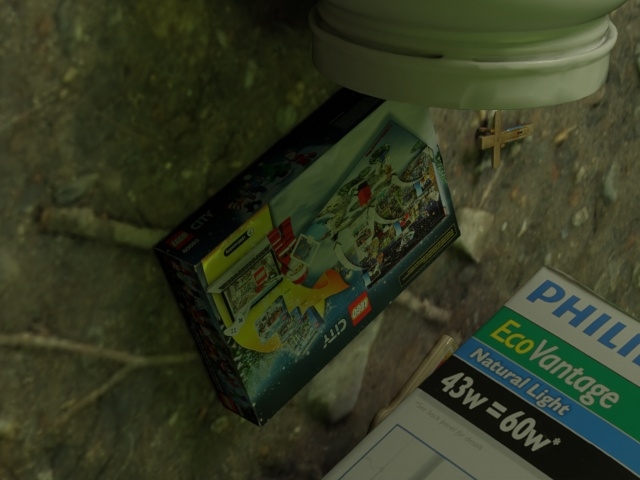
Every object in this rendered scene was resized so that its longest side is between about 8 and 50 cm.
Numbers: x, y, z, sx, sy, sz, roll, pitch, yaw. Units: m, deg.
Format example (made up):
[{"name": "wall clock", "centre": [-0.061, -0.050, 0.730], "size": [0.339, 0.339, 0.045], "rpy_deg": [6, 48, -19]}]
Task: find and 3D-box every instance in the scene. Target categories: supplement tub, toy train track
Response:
[{"name": "supplement tub", "centre": [0.094, -0.257, 0.832], "size": [0.228, 0.228, 0.316], "rpy_deg": [-20, 123, -41]}, {"name": "toy train track", "centre": [0.151, -0.087, 1.147], "size": [0.083, 0.014, 0.048], "rpy_deg": [-18, 114, -49]}]

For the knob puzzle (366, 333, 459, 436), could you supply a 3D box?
[{"name": "knob puzzle", "centre": [0.093, 0.204, 1.211], "size": [0.213, 0.030, 0.213], "rpy_deg": [-24, 125, -39]}]

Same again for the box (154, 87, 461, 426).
[{"name": "box", "centre": [0.000, 0.000, 0.995], "size": [0.233, 0.044, 0.159], "rpy_deg": [-42, 134, -27]}]

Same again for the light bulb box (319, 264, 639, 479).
[{"name": "light bulb box", "centre": [0.169, 0.285, 1.139], "size": [0.361, 0.225, 0.358], "rpy_deg": [-41, 141, -20]}]
